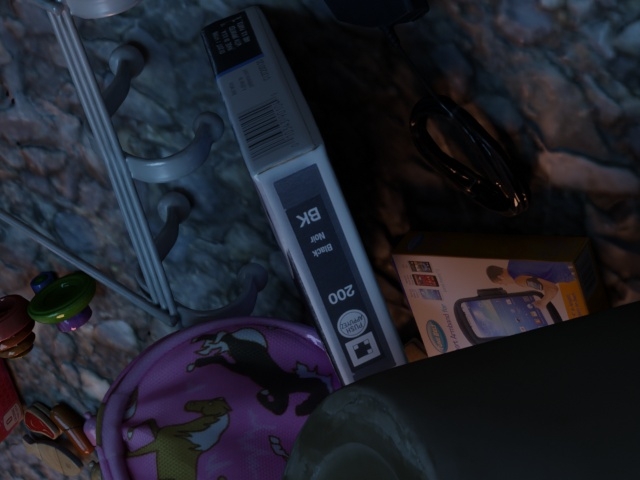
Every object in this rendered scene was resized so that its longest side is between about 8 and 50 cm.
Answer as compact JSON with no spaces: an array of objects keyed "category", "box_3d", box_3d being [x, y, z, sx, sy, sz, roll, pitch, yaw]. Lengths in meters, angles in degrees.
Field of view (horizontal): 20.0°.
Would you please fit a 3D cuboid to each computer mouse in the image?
[{"category":"computer mouse","box_3d":[0.052,-0.111,0.970,0.071,0.041,0.242,1,133,46]}]

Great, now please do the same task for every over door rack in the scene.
[{"category":"over door rack","box_3d":[-0.177,-0.093,1.103,0.324,0.108,0.239,16,135,39]}]

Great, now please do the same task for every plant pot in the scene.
[{"category":"plant pot","box_3d":[0.138,0.159,0.851,0.280,0.323,0.323,4,145,-24]}]

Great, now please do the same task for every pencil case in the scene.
[{"category":"pencil case","box_3d":[-0.041,0.196,1.149,0.167,0.160,0.386,43,158,21]}]

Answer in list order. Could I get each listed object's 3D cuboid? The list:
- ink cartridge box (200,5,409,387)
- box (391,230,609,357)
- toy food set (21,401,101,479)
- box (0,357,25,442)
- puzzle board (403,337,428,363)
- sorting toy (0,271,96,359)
[{"category":"ink cartridge box","box_3d":[0.000,0.000,0.993,0.045,0.206,0.208,-24,118,0]},{"category":"box","box_3d":[0.101,0.035,1.063,0.136,0.028,0.081,1,126,33]},{"category":"toy food set","box_3d":[-0.180,0.154,1.380,0.122,0.019,0.078,23,136,29]},{"category":"box","box_3d":[-0.334,0.063,1.330,0.128,0.122,0.257,9,130,31]},{"category":"puzzle board","box_3d":[0.083,0.124,1.168,0.128,0.011,0.096,43,140,-3]},{"category":"sorting toy","box_3d":[-0.193,0.056,1.270,0.102,0.061,0.042,-15,118,22]}]
